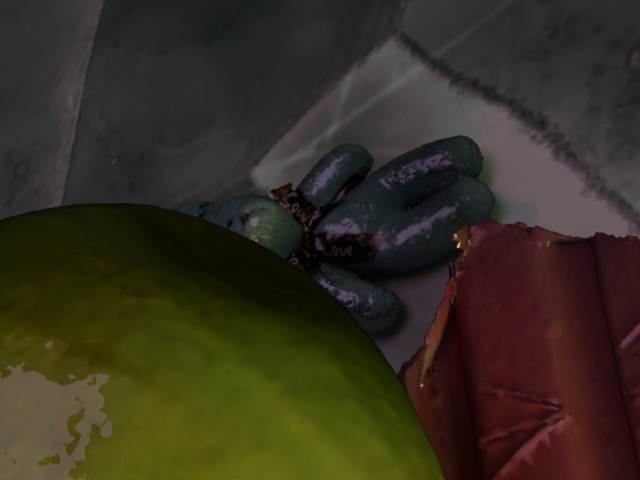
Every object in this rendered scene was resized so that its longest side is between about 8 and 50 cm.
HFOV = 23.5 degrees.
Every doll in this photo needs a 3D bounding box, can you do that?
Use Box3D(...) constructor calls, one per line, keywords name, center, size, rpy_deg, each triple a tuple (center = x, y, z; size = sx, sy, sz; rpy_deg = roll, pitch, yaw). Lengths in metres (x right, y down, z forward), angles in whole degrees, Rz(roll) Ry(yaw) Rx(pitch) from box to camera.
Box3D(name="doll", center=(-0.003, -0.002, 0.784), size=(0.180, 0.075, 0.120), rpy_deg=(-29, 51, 22))

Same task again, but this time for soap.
Box3D(name="soap", center=(0.101, 0.105, 0.615), size=(0.162, 0.099, 0.250), rpy_deg=(-24, 51, 25))

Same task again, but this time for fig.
Box3D(name="fig", center=(-0.060, 0.085, 0.565), size=(0.230, 0.207, 0.207), rpy_deg=(-10, 55, 12))
